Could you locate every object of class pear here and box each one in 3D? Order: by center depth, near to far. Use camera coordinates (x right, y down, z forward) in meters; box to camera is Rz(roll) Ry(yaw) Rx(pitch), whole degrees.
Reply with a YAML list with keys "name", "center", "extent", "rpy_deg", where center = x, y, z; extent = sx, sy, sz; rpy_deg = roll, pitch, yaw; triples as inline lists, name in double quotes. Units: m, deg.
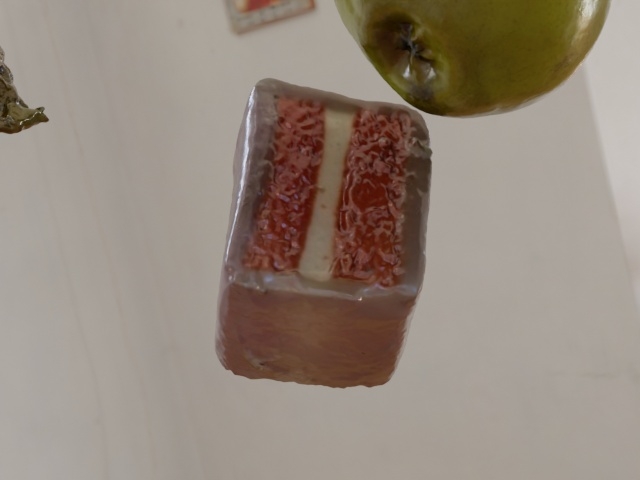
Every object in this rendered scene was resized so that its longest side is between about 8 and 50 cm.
- name: "pear"
  center: [0.167, -0.302, 1.056]
  extent: [0.287, 0.287, 0.375]
  rpy_deg: [0, 56, 59]

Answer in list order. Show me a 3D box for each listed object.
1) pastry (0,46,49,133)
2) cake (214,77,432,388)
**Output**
- name: "pastry"
  center: [-0.438, -0.170, 1.079]
  extent: [0.240, 0.132, 0.235]
  rpy_deg: [-14, 18, -43]
- name: "cake"
  center: [0.000, 0.000, 1.242]
  extent: [0.237, 0.308, 0.230]
  rpy_deg: [7, -33, -2]
